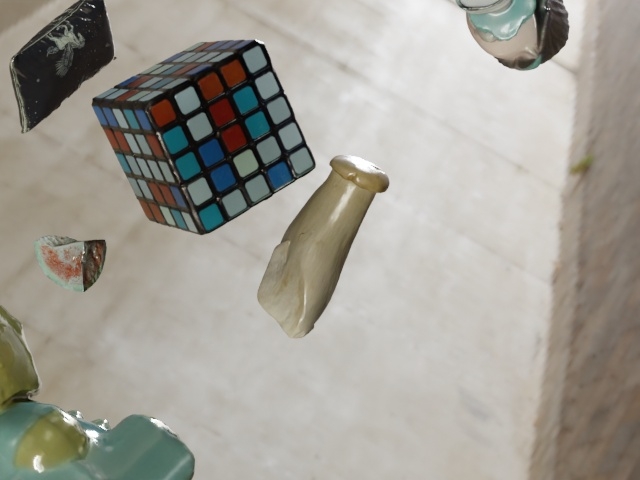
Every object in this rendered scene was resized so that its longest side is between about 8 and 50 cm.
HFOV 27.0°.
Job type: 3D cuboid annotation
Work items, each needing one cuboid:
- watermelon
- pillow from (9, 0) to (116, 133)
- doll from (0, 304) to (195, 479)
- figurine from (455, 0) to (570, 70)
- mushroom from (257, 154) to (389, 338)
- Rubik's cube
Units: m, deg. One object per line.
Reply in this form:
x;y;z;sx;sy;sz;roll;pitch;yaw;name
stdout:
-0.281;0.013;1.501;0.061;0.085;0.085;-53;6;46;watermelon
-0.364;-0.257;1.882;0.208;0.055;0.141;-51;-25;-38;pillow
-0.242;0.139;0.924;0.161;0.260;0.177;-42;-4;-46;doll
0.207;-0.271;1.474;0.245;0.110;0.138;17;-117;-70;figurine
-0.002;0.003;1.732;0.247;0.096;0.108;-62;1;3;mushroom
-0.147;-0.133;1.665;0.182;0.187;0.184;-32;19;-22;Rubik's cube
